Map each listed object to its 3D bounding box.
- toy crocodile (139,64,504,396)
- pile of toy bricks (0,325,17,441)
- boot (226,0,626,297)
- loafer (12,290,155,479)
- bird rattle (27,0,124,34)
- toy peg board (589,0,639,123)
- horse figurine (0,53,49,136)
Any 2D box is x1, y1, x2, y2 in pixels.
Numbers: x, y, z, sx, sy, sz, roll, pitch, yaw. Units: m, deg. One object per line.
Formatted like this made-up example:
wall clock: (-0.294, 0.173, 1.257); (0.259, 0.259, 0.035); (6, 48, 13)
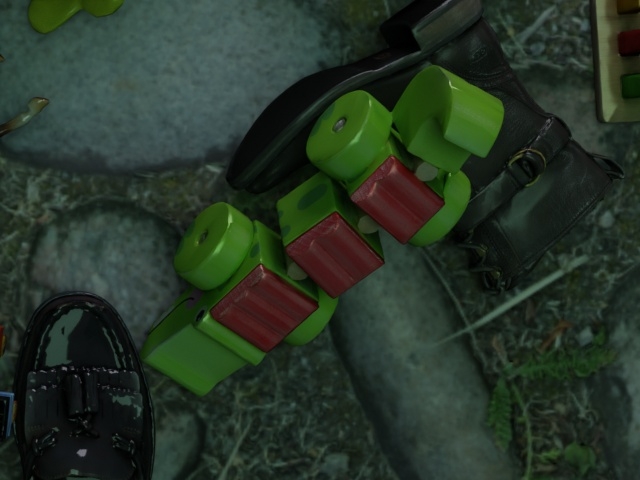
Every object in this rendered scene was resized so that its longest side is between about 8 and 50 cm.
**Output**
toy crocodile: (0.000, 0.000, 1.376); (0.340, 0.105, 0.115); (-40, 119, 20)
pile of toy bricks: (-0.279, 0.141, 1.374); (0.118, 0.105, 0.212); (8, 97, 2)
boot: (0.086, -0.049, 1.463); (0.263, 0.091, 0.229); (-35, 107, -2)
loafer: (-0.171, 0.190, 1.401); (0.109, 0.095, 0.303); (0, 92, -13)
bird rattle: (-0.177, -0.290, 1.376); (0.207, 0.143, 0.253); (35, 81, 5)
toy peg board: (0.305, -0.179, 1.511); (0.161, 0.079, 0.161); (-4, 93, -14)
horse figurine: (-0.327, -0.110, 1.366); (0.174, 0.066, 0.263); (-43, 105, 3)
